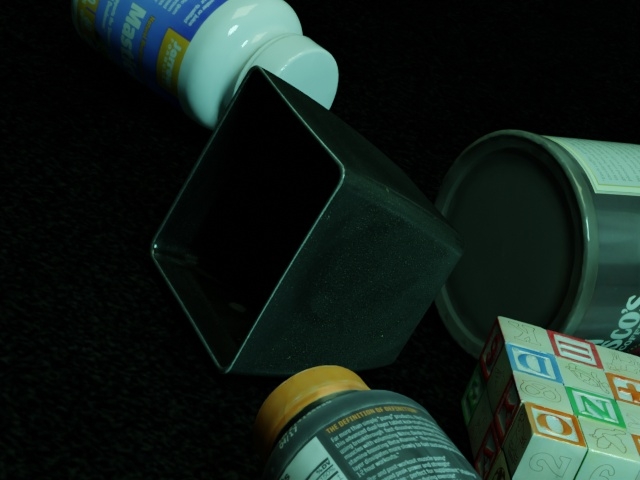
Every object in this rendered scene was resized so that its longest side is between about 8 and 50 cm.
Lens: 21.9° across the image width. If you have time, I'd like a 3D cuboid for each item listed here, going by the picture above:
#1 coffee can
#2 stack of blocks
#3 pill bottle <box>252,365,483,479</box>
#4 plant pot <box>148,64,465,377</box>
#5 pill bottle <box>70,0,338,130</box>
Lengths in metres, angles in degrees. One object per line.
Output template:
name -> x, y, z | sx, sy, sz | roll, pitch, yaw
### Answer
coffee can -> 0.262, 0.011, 1.462 | 0.275, 0.201, 0.201 | 2, 30, -35
stack of blocks -> 0.269, 0.172, 1.271 | 0.297, 0.087, 0.171 | 15, 25, -11
pill bottle -> 0.045, 0.180, 1.028 | 0.130, 0.130, 0.246 | 4, 30, -32
plant pot -> 0.000, 0.000, 1.326 | 0.167, 0.188, 0.187 | 18, 21, -35
pill bottle -> -0.115, -0.203, 1.680 | 0.272, 0.152, 0.152 | 36, 29, 32
